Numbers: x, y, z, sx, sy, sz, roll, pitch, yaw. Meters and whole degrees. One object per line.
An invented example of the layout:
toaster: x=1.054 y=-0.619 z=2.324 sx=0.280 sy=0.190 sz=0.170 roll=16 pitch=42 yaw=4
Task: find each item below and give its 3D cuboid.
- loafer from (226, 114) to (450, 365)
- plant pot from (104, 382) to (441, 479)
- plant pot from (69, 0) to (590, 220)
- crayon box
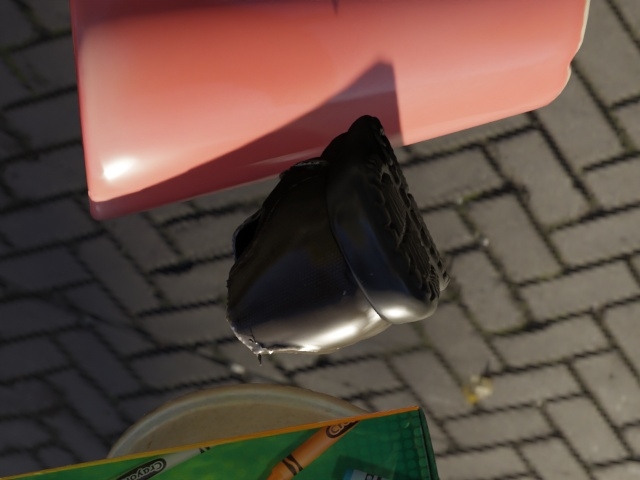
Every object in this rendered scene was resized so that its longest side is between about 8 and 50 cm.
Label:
loafer: x=0.000 y=0.000 z=0.617 sx=0.078 sy=0.220 sz=0.080 roll=-25 pitch=90 yaw=6
plant pot: x=-0.058 y=0.338 z=1.280 sx=0.333 sy=0.305 sz=0.334 roll=3 pitch=120 yaw=5
plant pot: x=-0.008 y=-0.155 z=0.787 sx=0.243 sy=0.275 sz=0.275 roll=-5 pitch=139 yaw=-9
crayon box: x=-0.064 y=0.179 z=0.918 sx=0.278 sy=0.081 sz=0.165 roll=-10 pitch=156 yaw=3
